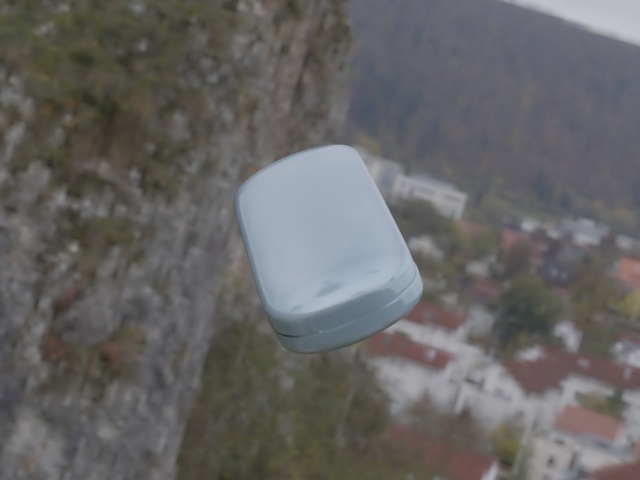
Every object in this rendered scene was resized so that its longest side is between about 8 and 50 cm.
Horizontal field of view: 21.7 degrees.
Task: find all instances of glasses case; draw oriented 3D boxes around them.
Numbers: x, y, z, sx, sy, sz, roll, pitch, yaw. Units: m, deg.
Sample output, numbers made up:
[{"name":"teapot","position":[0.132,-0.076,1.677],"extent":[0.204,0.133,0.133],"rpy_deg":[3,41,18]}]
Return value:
[{"name":"glasses case","position":[0.000,0.000,0.764],"extent":[0.067,0.045,0.178],"rpy_deg":[-23,24,0]}]
